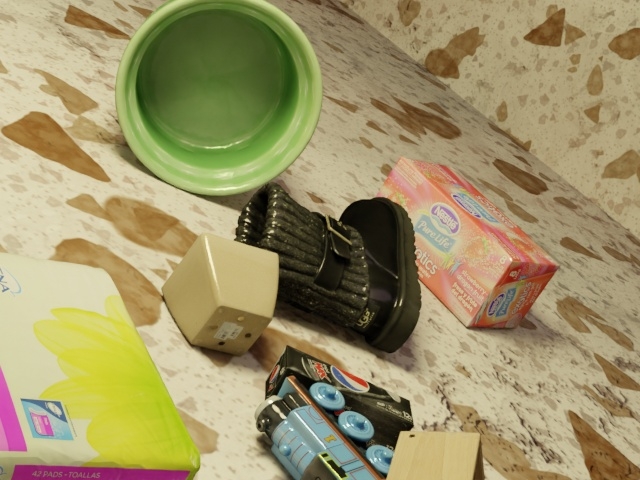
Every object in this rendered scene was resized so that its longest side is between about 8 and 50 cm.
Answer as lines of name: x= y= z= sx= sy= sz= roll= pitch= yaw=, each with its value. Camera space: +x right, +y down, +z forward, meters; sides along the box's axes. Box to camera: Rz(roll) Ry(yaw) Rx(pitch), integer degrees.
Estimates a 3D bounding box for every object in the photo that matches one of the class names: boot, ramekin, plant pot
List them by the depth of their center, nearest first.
plant pot: x=-0.112 y=0.072 z=1.260 sx=0.109 sy=0.109 sz=0.096 roll=17 pitch=38 yaw=-32
boot: x=0.002 y=-0.003 z=1.529 sx=0.260 sy=0.131 sz=0.348 roll=25 pitch=23 yaw=-16
ramekin: x=-0.158 y=-0.234 z=1.611 sx=0.303 sy=0.303 sz=0.148 roll=24 pitch=15 yaw=-19

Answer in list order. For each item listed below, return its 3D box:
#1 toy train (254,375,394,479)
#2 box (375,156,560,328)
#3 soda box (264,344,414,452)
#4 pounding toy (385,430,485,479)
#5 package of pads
toy train: x=0.005 y=0.220 z=1.119 sx=0.105 sy=0.080 sz=0.184 roll=-4 pitch=40 yaw=-47
box: x=0.233 y=0.002 z=1.814 sx=0.154 sy=0.142 sz=0.300 roll=7 pitch=32 yaw=-46
soda box: x=0.022 y=0.187 z=1.234 sx=0.169 sy=0.060 sz=0.053 roll=26 pitch=21 yaw=-13
pounding toy: x=0.101 y=0.313 z=1.003 sx=0.094 sy=0.181 sz=0.206 roll=-1 pitch=24 yaw=16
package of pads: x=-0.256 y=0.123 z=0.945 sx=0.229 sy=0.101 sz=0.296 roll=12 pitch=29 yaw=-40
